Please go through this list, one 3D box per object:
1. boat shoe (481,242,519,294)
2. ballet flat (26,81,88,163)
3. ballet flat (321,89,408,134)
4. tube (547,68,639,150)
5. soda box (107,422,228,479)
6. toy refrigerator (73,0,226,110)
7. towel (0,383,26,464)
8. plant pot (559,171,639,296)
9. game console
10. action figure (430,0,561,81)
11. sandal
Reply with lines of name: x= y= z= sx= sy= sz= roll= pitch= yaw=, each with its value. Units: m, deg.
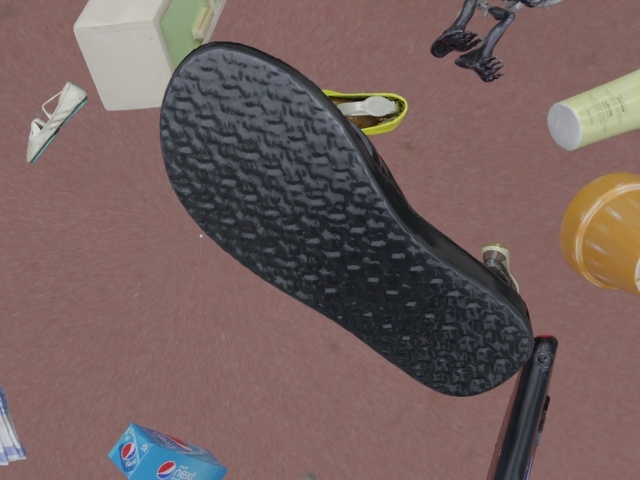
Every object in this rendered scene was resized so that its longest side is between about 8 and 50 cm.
boat shoe: x=0.269 y=0.066 z=1.565 sx=0.056 sy=0.152 sz=0.049 roll=3 pitch=52 yaw=26
ballet flat: x=-0.467 y=-0.207 z=1.766 sx=0.052 sy=0.057 sz=0.168 roll=40 pitch=106 yaw=-15
ballet flat: x=0.023 y=-0.185 z=1.476 sx=0.231 sy=0.077 sz=0.077 roll=-7 pitch=89 yaw=-22
tube: x=0.393 y=-0.176 z=1.272 sx=0.240 sy=0.062 sz=0.070 roll=-20 pitch=128 yaw=-24
soda box: x=-0.251 y=0.373 z=1.710 sx=0.067 sy=0.210 sz=0.071 roll=34 pitch=89 yaw=39
toy refrigerator: x=-0.164 y=-0.260 z=1.093 sx=0.094 sy=0.269 sz=0.102 roll=-3 pitch=131 yaw=14
towel: x=-0.529 y=0.186 z=1.378 sx=0.209 sy=0.034 sz=0.284 roll=-7 pitch=111 yaw=13
plant pot: x=0.542 y=0.009 z=1.736 sx=0.205 sy=0.188 sz=0.205 roll=-6 pitch=113 yaw=-14
game console: x=0.208 y=0.341 z=1.190 sx=0.060 sy=0.342 sz=0.386 roll=15 pitch=62 yaw=11
action figure: x=0.240 y=-0.349 z=1.335 sx=0.164 sy=0.141 sz=0.275 roll=34 pitch=66 yaw=-40
sandal: x=0.023 y=-0.014 z=0.951 sx=0.168 sy=0.107 sz=0.446 roll=-35 pitch=118 yaw=22
